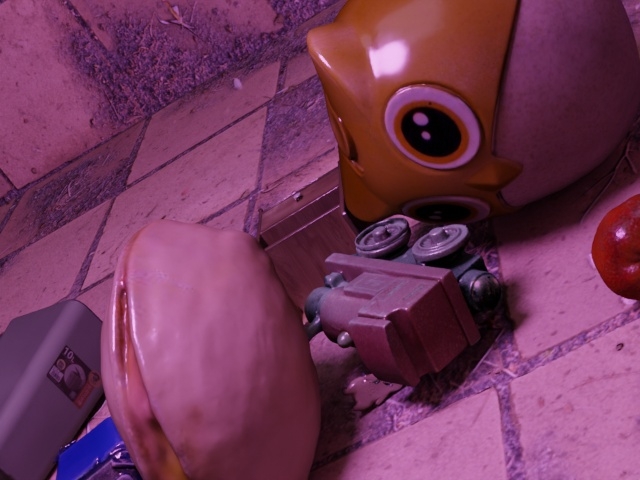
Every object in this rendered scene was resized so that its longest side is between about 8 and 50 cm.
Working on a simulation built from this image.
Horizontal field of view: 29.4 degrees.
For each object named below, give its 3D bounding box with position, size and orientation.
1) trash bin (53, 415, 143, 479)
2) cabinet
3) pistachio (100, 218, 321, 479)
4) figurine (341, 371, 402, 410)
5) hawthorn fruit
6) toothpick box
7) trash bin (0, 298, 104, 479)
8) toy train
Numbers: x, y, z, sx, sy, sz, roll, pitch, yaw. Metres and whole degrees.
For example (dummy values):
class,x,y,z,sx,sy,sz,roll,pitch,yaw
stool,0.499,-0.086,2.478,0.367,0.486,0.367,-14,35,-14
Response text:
class,x,y,z,sx,sy,sz,roll,pitch,yaw
trash bin,-0.303,0.361,1.729,0.184,0.163,0.234,-38,18,-4
cabinet,0.000,0.000,1.990,0.174,0.148,0.215,-30,23,14
pistachio,-0.147,0.172,1.609,0.281,0.365,0.446,-26,54,22
figurine,0.070,0.194,1.659,0.083,0.047,0.050,-21,19,-4
hawthorn fruit,0.391,0.011,1.465,0.132,0.133,0.138,-36,7,0
toothpick box,0.212,-0.224,1.768,0.425,0.409,0.409,-21,22,-5
trash bin,-0.517,0.295,2.151,0.222,0.158,0.343,-18,34,38
toy train,0.100,0.082,1.670,0.221,0.150,0.304,-38,23,-26
